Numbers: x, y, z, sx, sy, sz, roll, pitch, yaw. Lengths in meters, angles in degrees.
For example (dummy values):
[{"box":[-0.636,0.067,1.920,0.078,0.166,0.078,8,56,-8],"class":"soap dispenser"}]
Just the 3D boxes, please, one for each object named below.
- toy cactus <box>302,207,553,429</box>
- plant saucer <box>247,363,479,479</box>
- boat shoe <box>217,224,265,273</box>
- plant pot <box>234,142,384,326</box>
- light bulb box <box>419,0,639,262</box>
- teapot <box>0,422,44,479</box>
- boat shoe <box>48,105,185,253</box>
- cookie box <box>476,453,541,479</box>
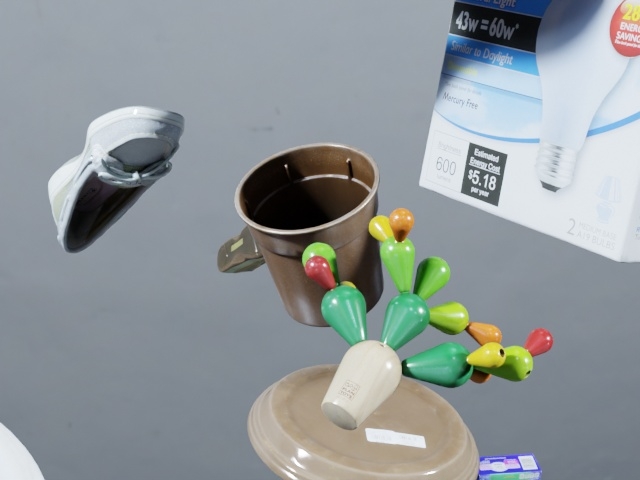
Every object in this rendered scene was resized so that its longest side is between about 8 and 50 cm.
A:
[{"box":[0.066,0.076,1.009,0.219,0.180,0.112,33,147,7],"class":"toy cactus"},{"box":[0.054,0.220,1.445,0.278,0.278,0.041,7,114,-11],"class":"plant saucer"},{"box":[-0.089,0.008,1.946,0.072,0.068,0.190,12,160,-31],"class":"boat shoe"},{"box":[0.000,0.000,1.432,0.167,0.167,0.165,-11,129,4],"class":"plant pot"},{"box":[0.339,-0.192,1.468,0.225,0.358,0.361,0,105,-37],"class":"light bulb box"},{"box":[-0.262,0.203,0.659,0.256,0.252,0.187,28,121,22],"class":"teapot"},{"box":[-0.276,-0.083,1.654,0.118,0.103,0.320,8,154,-35],"class":"boat shoe"},{"box":[0.251,0.351,1.710,0.092,0.040,0.107,-2,122,-9],"class":"cookie box"}]
